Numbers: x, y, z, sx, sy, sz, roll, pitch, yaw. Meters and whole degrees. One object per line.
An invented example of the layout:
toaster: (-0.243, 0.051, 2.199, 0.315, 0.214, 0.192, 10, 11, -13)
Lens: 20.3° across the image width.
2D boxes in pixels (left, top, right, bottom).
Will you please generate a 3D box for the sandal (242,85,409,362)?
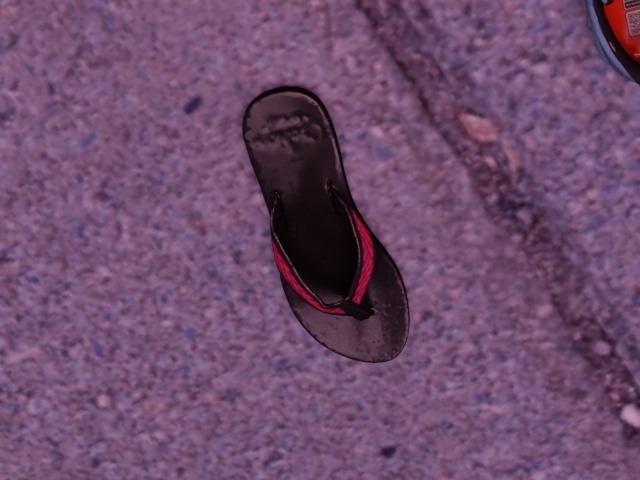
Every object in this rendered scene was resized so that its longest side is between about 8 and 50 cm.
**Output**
sandal: (0.000, 0.000, 1.008, 0.067, 0.040, 0.179, -18, 116, 10)

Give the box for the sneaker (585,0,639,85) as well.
sneaker: (0.155, -0.151, 0.909, 0.063, 0.073, 0.162, -19, 112, 10)
